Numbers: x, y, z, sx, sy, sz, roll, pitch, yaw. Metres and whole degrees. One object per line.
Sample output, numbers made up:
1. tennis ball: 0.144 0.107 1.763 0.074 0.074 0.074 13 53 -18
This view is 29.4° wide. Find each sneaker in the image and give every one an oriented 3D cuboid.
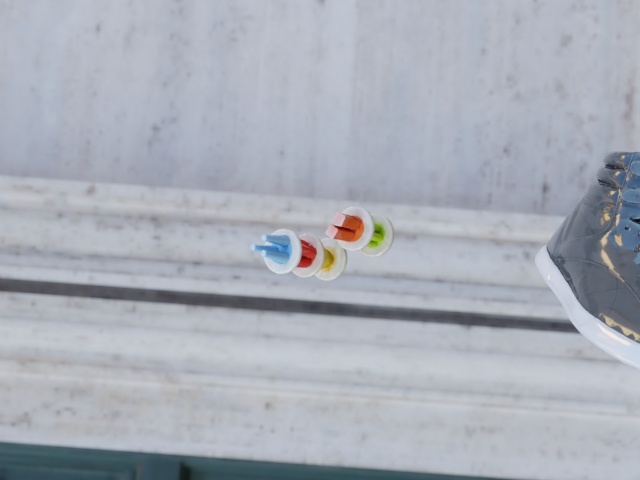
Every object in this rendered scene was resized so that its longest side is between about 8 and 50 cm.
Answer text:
1. sneaker: 0.272 0.012 0.993 0.147 0.104 0.296 -64 17 15

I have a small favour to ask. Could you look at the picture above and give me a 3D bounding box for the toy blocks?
1. toy blocks: 0.000 0.000 1.393 0.148 0.123 0.054 12 -125 -57
